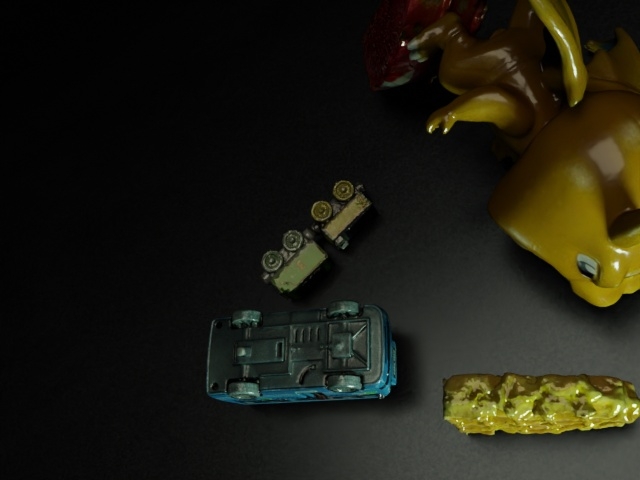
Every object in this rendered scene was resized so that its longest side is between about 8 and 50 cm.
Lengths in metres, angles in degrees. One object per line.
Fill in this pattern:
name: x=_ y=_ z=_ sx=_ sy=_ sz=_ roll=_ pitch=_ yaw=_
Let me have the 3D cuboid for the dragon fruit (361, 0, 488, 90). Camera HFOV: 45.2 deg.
dragon fruit: x=0.163 y=-0.285 z=1.078 sx=0.161 sy=0.274 sz=0.126 roll=-2 pitch=78 yaw=-12

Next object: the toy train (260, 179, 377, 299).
toy train: x=0.000 y=0.000 z=1.114 sx=0.202 sy=0.060 sz=0.081 roll=-45 pitch=69 yaw=0

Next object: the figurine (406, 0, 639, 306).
figurine: x=0.281 y=-0.139 z=0.897 sx=0.268 sy=0.401 sz=0.387 roll=-38 pitch=64 yaw=18

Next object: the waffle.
waffle: x=0.257 y=0.188 z=0.887 sx=0.211 sy=0.160 sz=0.055 roll=-5 pitch=69 yaw=20

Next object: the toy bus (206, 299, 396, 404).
toy bus: x=-0.020 y=0.156 z=1.020 sx=0.247 sy=0.134 sz=0.113 roll=-7 pitch=66 yaw=19
